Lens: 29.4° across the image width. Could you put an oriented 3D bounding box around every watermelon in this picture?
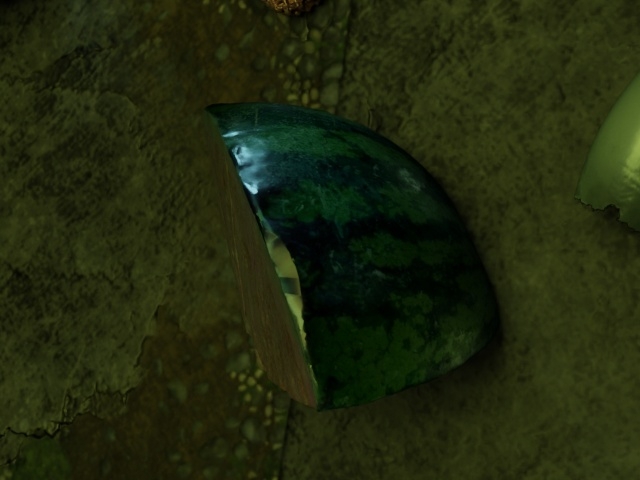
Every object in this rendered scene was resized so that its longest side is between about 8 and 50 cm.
[{"bbox_3d":[0.030,-0.007,1.090,0.222,0.319,0.292,-9,84,-11],"label":"watermelon"}]

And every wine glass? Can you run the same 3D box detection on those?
[{"bbox_3d":[0.380,-0.118,0.958,0.264,0.096,0.309,26,103,14],"label":"wine glass"}]

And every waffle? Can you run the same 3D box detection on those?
[{"bbox_3d":[-0.028,-0.261,1.211,0.083,0.029,0.075,30,93,30],"label":"waffle"}]
